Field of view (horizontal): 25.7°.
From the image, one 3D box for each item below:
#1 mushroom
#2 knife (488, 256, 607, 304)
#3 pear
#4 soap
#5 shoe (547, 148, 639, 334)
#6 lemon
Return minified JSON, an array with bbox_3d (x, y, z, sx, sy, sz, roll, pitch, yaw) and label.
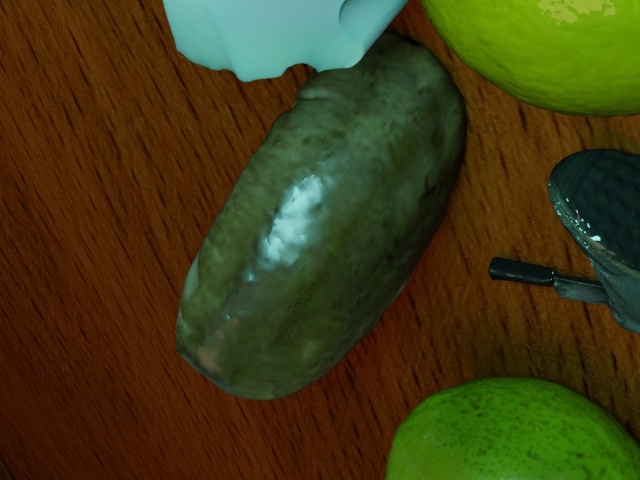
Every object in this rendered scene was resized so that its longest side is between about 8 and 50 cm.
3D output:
[{"bbox_3d":[0.002,-0.011,1.616,0.224,0.397,0.314,33,145,5],"label":"mushroom"},{"bbox_3d":[0.317,0.060,1.743,0.230,0.028,0.060,10,151,32],"label":"knife"},{"bbox_3d":[0.272,0.362,1.859,0.391,0.391,0.391,26,146,19],"label":"pear"},{"bbox_3d":[0.002,-0.297,1.300,0.208,0.347,0.115,22,146,24],"label":"soap"},{"bbox_3d":[0.366,0.032,1.578,0.336,0.132,0.171,41,157,-10],"label":"shoe"},{"bbox_3d":[0.229,-0.263,1.147,0.348,0.348,0.348,26,146,19],"label":"lemon"}]
